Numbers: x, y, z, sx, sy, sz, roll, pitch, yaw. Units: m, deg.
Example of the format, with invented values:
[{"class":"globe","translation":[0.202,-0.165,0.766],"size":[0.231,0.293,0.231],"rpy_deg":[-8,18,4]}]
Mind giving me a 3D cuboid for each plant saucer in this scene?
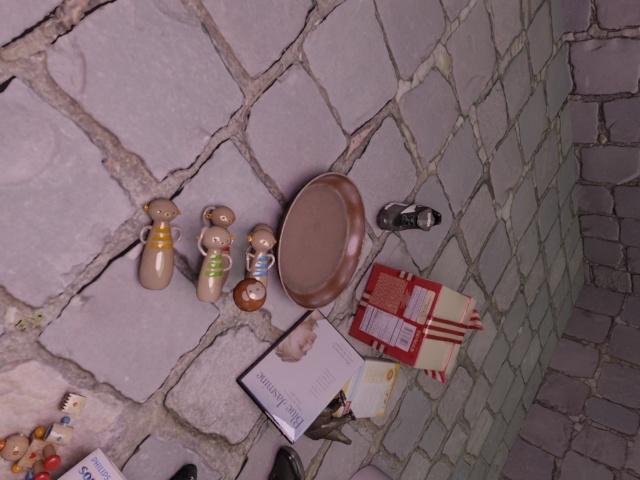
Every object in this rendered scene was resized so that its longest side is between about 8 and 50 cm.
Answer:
[{"class":"plant saucer","translation":[0.000,0.000,0.938],"size":[0.310,0.050,0.311],"rpy_deg":[-22,119,-47]}]

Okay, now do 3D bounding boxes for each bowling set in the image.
[{"class":"bowling set","translation":[-0.143,0.024,0.723],"size":[0.286,0.199,0.154],"rpy_deg":[2,99,-49]}]

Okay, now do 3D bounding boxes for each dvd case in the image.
[{"class":"dvd case","translation":[-0.038,0.295,0.944],"size":[0.180,0.022,0.253],"rpy_deg":[46,60,6]}]

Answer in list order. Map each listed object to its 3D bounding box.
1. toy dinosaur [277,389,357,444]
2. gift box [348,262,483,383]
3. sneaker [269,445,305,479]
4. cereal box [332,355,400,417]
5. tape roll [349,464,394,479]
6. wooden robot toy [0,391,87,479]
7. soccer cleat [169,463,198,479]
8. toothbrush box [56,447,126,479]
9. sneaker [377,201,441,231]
[{"class":"toy dinosaur","translation":[-0.005,0.442,1.057],"size":[0.160,0.121,0.314],"rpy_deg":[-26,137,-1]},{"class":"gift box","translation":[0.275,0.233,1.150],"size":[0.258,0.276,0.255],"rpy_deg":[24,90,-47]},{"class":"sneaker","translation":[-0.110,0.621,1.009],"size":[0.130,0.087,0.228],"rpy_deg":[-6,112,-51]},{"class":"cereal box","translation":[0.134,0.430,1.223],"size":[0.240,0.047,0.173],"rpy_deg":[24,85,-46]},{"class":"tape roll","translation":[0.174,0.873,1.311],"size":[0.246,0.169,0.247],"rpy_deg":[-16,114,-42]},{"class":"wooden robot toy","translation":[-0.427,0.306,0.612],"size":[0.079,0.076,0.173],"rpy_deg":[36,75,-33]},{"class":"soccer cleat","translation":[-0.309,0.512,0.798],"size":[0.179,0.060,0.072],"rpy_deg":[-52,131,-17]},{"class":"toothbrush box","translation":[-0.401,0.495,0.600],"size":[0.295,0.126,0.217],"rpy_deg":[-35,142,-40]},{"class":"sneaker","translation":[0.257,-0.063,1.154],"size":[0.234,0.106,0.078],"rpy_deg":[-7,106,-44]}]
